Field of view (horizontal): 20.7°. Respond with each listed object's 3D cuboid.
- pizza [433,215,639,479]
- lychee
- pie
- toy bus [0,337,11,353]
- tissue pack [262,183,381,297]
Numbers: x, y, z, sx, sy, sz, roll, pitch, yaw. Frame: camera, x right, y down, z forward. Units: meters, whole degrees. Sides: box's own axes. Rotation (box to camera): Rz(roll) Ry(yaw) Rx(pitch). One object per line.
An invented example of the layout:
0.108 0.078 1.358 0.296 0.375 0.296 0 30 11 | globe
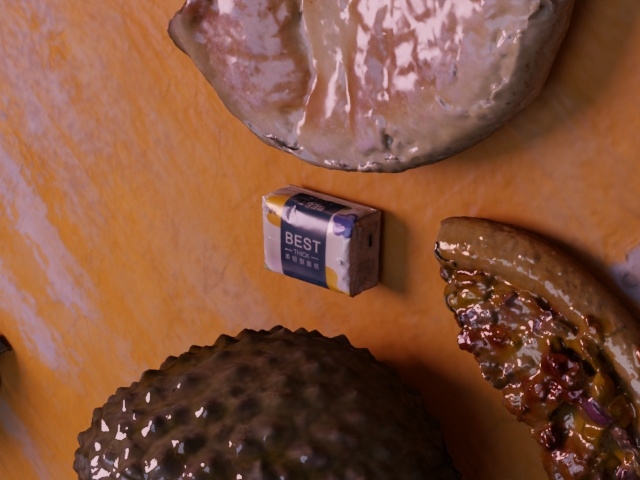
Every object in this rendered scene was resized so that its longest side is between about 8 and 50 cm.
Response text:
0.157 0.083 1.131 0.127 0.058 0.246 -32 83 44 | pizza
-0.037 0.184 1.217 0.255 0.274 0.255 -24 59 48 | lychee
0.032 -0.190 1.120 0.337 0.075 0.338 13 115 31 | pie
-0.419 0.136 1.605 0.165 0.133 0.271 54 131 17 | toy bus
0.000 0.000 1.244 0.083 0.042 0.062 19 121 35 | tissue pack
